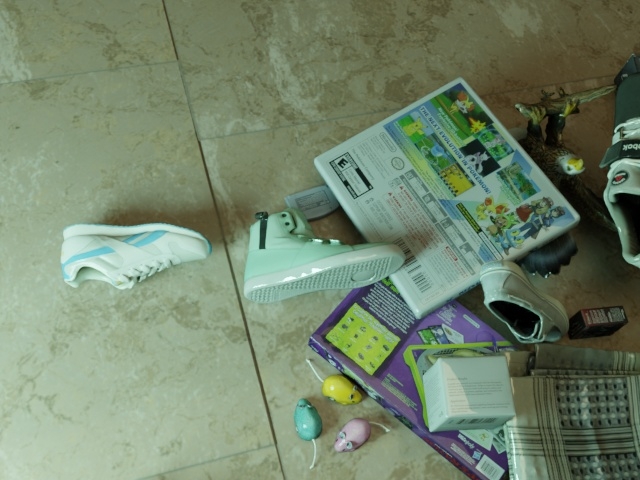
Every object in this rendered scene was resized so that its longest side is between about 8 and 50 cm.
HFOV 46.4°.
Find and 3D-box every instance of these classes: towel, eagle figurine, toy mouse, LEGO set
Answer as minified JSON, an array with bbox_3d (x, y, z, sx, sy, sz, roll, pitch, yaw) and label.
[{"bbox_3d":[0.411,0.310,1.087,0.312,0.056,0.324,4,67,-15],"label":"towel"},{"bbox_3d":[0.413,-0.098,1.284,0.226,0.225,0.298,-10,95,30],"label":"eagle figurine"},{"bbox_3d":[0.018,0.267,1.096,0.161,0.031,0.143,28,62,7],"label":"toy mouse"},{"bbox_3d":[0.450,-0.268,1.447,0.083,0.023,0.054,-11,66,-28],"label":"LEGO set"}]

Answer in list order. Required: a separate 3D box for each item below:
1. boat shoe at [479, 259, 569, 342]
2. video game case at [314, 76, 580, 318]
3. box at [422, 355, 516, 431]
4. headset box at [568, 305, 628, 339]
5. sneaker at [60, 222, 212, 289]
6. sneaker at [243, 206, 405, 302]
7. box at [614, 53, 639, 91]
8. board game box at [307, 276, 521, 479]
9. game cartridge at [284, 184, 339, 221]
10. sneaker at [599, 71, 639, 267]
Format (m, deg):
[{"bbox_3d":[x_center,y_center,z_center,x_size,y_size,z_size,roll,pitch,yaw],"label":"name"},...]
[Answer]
[{"bbox_3d":[0.310,0.115,1.139,0.227,0.079,0.081,38,49,-37],"label":"boat shoe"},{"bbox_3d":[0.197,-0.080,1.216,0.300,0.036,0.329,-30,65,-6],"label":"video game case"},{"bbox_3d":[0.208,0.218,1.060,0.101,0.102,0.087,0,65,-8],"label":"box"},{"bbox_3d":[0.443,0.133,1.211,0.083,0.062,0.032,-5,63,-12],"label":"headset box"},{"bbox_3d":[-0.282,0.027,1.154,0.229,0.087,0.092,-2,70,-2],"label":"sneaker"},{"bbox_3d":[-0.001,0.000,1.164,0.256,0.094,0.151,-11,60,12],"label":"sneaker"},{"bbox_3d":[0.757,-0.169,1.396,0.318,0.097,0.394,-2,64,-6],"label":"box"},{"bbox_3d":[0.177,0.191,1.152,0.347,0.056,0.208,39,68,12],"label":"board game box"},{"bbox_3d":[-0.013,-0.061,1.272,0.083,0.017,0.056,-17,63,-16],"label":"game cartridge"},{"bbox_3d":[0.508,-0.113,1.167,0.146,0.122,0.330,2,79,-40],"label":"sneaker"}]
